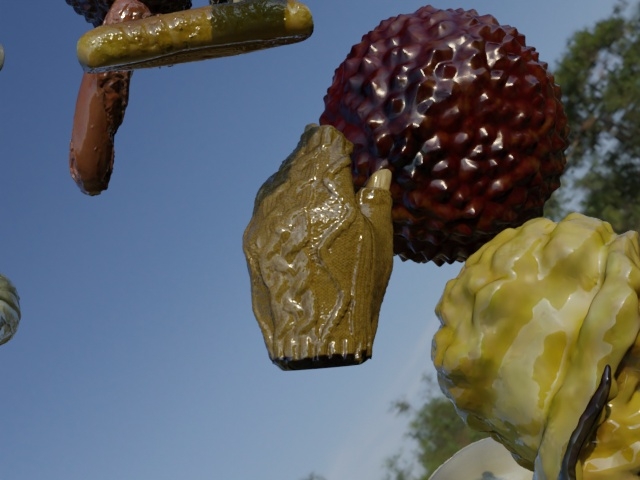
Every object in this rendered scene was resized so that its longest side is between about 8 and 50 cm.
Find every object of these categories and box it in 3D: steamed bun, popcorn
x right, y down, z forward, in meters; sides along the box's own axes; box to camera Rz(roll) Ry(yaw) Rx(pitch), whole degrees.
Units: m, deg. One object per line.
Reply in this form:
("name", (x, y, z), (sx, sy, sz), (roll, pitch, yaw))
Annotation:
("steamed bun", (0.326, 0.517, 1.698), (0.325, 0.206, 0.324), (-11, -63, -22))
("popcorn", (0.288, 0.159, 1.077), (0.381, 0.349, 0.349), (-69, 5, -54))

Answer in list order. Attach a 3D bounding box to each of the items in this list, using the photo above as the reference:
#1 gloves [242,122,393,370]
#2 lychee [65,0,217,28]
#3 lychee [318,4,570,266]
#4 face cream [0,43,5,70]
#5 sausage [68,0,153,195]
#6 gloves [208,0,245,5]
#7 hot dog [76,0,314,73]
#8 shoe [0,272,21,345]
("gloves", (-0.002, 0.001, 1.259), (0.155, 0.203, 0.356), (69, -163, -62))
("lychee", (-0.323, -0.480, 1.694), (0.264, 0.300, 0.264), (-167, 90, -76))
("lychee", (0.211, -0.185, 1.595), (0.500, 0.425, 0.424), (-53, -13, -31))
("face cream", (-0.538, -0.284, 1.321), (0.198, 0.084, 0.057), (21, -71, -47))
("sausage", (-0.342, -0.223, 1.517), (0.087, 0.079, 0.326), (1, -67, -50))
("gloves", (-0.148, -0.478, 1.824), (0.212, 0.128, 0.111), (-56, 23, 6))
("hot dog", (-0.146, -0.245, 1.134), (0.286, 0.061, 0.088), (-14, 5, -20))
("shoe", (-0.494, 0.135, 1.272), (0.132, 0.210, 0.342), (-16, -18, 1))
